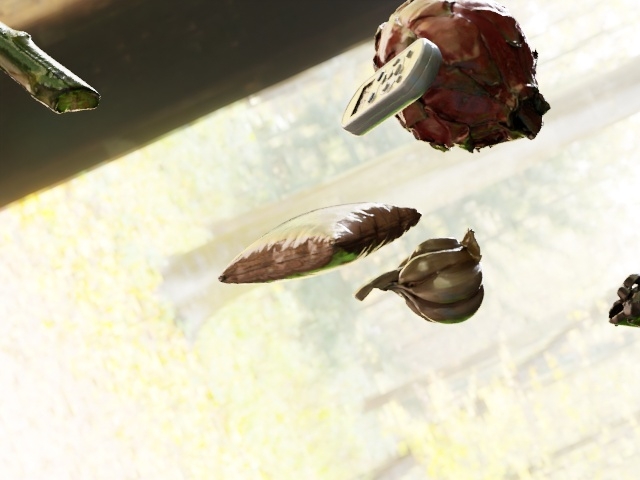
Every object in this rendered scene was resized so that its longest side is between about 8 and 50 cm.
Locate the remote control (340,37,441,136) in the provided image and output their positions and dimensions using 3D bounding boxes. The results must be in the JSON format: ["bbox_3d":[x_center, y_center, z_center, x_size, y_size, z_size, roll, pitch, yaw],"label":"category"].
[{"bbox_3d":[0.096,-0.205,1.762,0.047,0.087,0.244,26,-21,-16],"label":"remote control"}]

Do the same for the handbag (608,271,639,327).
[{"bbox_3d":[0.628,0.065,2.069,0.285,0.257,0.113,-42,-128,48],"label":"handbag"}]

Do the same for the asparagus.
[{"bbox_3d":[-0.533,-0.323,2.243,0.343,0.085,0.082,36,-10,11],"label":"asparagus"}]

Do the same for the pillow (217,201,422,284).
[{"bbox_3d":[0.000,0.000,1.781,0.236,0.223,0.084,-25,100,-54],"label":"pillow"}]

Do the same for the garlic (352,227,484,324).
[{"bbox_3d":[0.143,0.063,1.795,0.131,0.194,0.127,130,-53,-64],"label":"garlic"}]

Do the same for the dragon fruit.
[{"bbox_3d":[0.214,-0.249,1.927,0.299,0.244,0.244,34,-12,22],"label":"dragon fruit"}]
